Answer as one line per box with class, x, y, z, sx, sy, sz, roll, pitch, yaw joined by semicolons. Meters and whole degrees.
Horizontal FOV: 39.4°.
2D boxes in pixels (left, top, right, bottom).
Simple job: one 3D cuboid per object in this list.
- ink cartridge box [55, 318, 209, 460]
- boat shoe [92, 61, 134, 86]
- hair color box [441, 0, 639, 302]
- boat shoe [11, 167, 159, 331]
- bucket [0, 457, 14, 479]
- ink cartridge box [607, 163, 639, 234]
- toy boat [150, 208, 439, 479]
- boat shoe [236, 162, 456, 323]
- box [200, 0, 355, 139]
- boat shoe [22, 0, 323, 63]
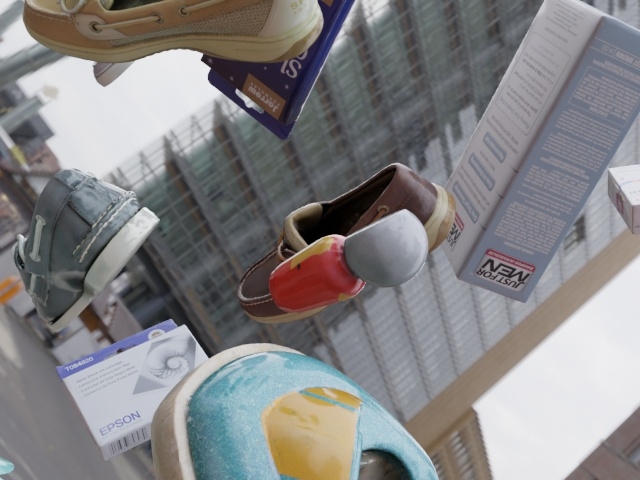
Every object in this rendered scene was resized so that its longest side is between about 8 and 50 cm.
ink cartridge box;-0.296;0.223;1.458;0.224;0.223;0.045;45;-32;40
boat shoe;-0.253;-0.313;1.197;0.081;0.227;0.079;36;-15;-28
hair color box;0.292;-0.127;1.198;0.114;0.374;0.185;21;21;-16
boat shoe;-0.247;0.009;0.887;0.099;0.116;0.319;41;-26;-10
bucket;-0.373;0.245;0.644;0.183;0.281;0.281;38;-8;-27
ink cartridge box;0.481;-0.064;1.307;0.122;0.089;0.052;-92;173;-59
toy boat;0.010;0.119;0.667;0.148;0.318;0.267;-24;-46;35
boat shoe;0.000;0.000;1.117;0.342;0.123;0.123;-25;-47;38
box;-0.056;-0.230;1.020;0.136;0.036;0.225;38;-51;12
boat shoe;-0.075;-0.115;0.412;0.153;0.056;0.048;10;-34;22
